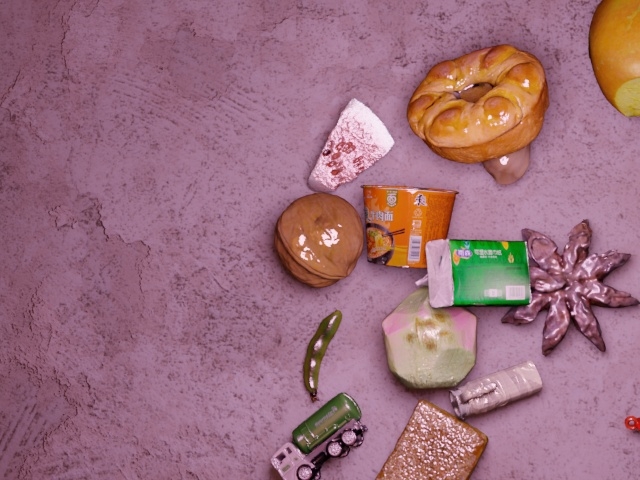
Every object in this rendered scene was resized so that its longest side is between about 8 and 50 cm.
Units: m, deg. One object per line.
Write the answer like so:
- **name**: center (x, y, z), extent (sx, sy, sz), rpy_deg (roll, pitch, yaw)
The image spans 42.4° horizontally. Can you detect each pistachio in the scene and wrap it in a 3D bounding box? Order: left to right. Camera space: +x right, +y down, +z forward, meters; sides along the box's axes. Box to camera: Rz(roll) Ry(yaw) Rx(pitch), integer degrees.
- **pistachio**: center (0.436, -0.220, 1.933), extent (0.124, 0.124, 0.184), rpy_deg (19, 85, 14)

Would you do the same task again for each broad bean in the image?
- **broad bean**: center (0.000, 0.274, 1.997), extent (0.069, 0.039, 0.226), rpy_deg (11, 85, 20)

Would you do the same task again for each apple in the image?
- **apple**: center (0.773, -0.415, 1.808), extent (0.374, 0.374, 0.384), rpy_deg (-8, 119, 11)

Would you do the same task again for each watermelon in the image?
- **watermelon**: center (0.060, -0.212, 2.040), extent (0.154, 0.094, 0.241), rpy_deg (43, 93, 4)

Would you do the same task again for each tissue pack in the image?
- **tissue pack**: center (0.332, 0.075, 1.819), extent (0.209, 0.156, 0.148), rpy_deg (0, 83, -24)

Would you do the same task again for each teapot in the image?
- **teapot**: center (0.392, 0.333, 1.844), extent (0.200, 0.107, 0.077), rpy_deg (-18, 70, -7)

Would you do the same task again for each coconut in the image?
- **coconut**: center (0.251, 0.217, 1.868), extent (0.236, 0.204, 0.235), rpy_deg (-1, 86, 22)

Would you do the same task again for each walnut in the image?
- **walnut**: center (0.000, 0.000, 1.954), extent (0.228, 0.228, 0.228), rpy_deg (-2, 82, 12)

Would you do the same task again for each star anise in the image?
- **star anise**: center (0.553, 0.106, 1.864), extent (0.332, 0.117, 0.331), rpy_deg (-3, 80, 18)

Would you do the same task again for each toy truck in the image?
- **toy truck**: center (0.001, 0.471, 1.938), extent (0.242, 0.101, 0.125), rpy_deg (-40, 71, 1)

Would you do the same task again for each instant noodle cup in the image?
- **instant noodle cup**: center (0.202, -0.032, 1.915), extent (0.230, 0.230, 0.182), rpy_deg (3, 92, 12)

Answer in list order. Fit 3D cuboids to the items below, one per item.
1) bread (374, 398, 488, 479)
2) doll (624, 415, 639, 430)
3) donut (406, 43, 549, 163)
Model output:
- **bread**: center (0.255, 0.505, 1.876), extent (0.184, 0.110, 0.234), rpy_deg (29, 87, 17)
- **doll**: center (0.825, 0.418, 1.758), extent (0.337, 0.105, 0.199), rpy_deg (10, 113, 14)
- **donut**: center (0.358, -0.307, 1.857), extent (0.299, 0.150, 0.317), rpy_deg (-47, 40, -4)
